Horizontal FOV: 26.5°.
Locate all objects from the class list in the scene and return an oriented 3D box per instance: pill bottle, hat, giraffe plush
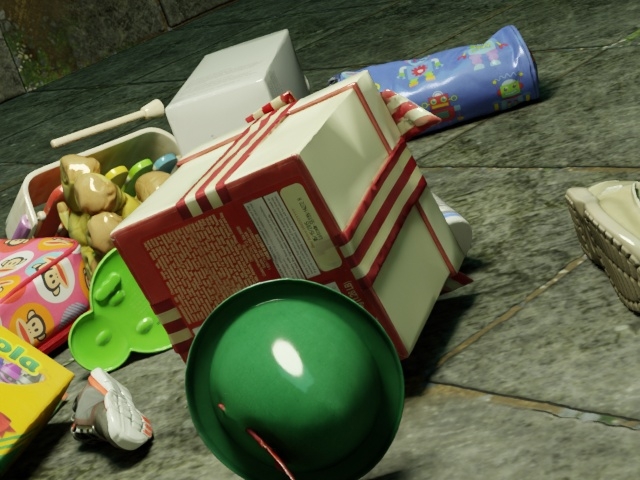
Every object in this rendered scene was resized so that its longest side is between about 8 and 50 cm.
[{"bbox_3d":[0.097,-0.026,1.498,0.078,0.078,0.137,-26,46,-22],"label":"pill bottle"},{"bbox_3d":[-0.017,0.131,1.019,0.173,0.208,0.183,-53,-2,4],"label":"hat"},{"bbox_3d":[-0.255,-0.030,1.865,0.170,0.181,0.210,-14,-19,-21],"label":"giraffe plush"}]

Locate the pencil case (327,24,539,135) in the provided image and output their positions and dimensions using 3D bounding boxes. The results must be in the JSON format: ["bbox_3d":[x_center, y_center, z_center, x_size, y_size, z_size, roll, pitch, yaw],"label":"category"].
[{"bbox_3d":[0.173,-0.231,2.045,0.306,0.119,0.133,-16,40,5],"label":"pencil case"}]

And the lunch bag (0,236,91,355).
[{"bbox_3d":[-0.445,0.097,1.676,0.293,0.120,0.258,-4,23,36],"label":"lunch bag"}]

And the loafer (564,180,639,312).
[{"bbox_3d":[0.303,-0.012,1.297,0.092,0.102,0.268,-23,17,4],"label":"loafer"}]

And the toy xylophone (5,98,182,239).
[{"bbox_3d":[-0.332,-0.090,2.028,0.323,0.081,0.236,-29,-14,-29],"label":"toy xylophone"}]

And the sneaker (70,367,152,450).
[{"bbox_3d":[-0.211,0.181,1.334,0.065,0.061,0.158,-47,20,-2],"label":"sneaker"}]

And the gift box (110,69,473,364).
[{"bbox_3d":[0.000,0.000,1.329,0.276,0.255,0.258,-17,19,24],"label":"gift box"}]

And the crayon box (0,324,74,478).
[{"bbox_3d":[-0.379,0.151,1.322,0.081,0.202,0.318,-57,1,27],"label":"crayon box"}]

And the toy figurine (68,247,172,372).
[{"bbox_3d":[-0.222,0.076,1.594,0.173,0.130,0.159,-46,8,-6],"label":"toy figurine"}]

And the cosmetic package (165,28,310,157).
[{"bbox_3d":[-0.102,-0.174,2.028,0.155,0.197,0.365,-16,16,9],"label":"cosmetic package"}]
